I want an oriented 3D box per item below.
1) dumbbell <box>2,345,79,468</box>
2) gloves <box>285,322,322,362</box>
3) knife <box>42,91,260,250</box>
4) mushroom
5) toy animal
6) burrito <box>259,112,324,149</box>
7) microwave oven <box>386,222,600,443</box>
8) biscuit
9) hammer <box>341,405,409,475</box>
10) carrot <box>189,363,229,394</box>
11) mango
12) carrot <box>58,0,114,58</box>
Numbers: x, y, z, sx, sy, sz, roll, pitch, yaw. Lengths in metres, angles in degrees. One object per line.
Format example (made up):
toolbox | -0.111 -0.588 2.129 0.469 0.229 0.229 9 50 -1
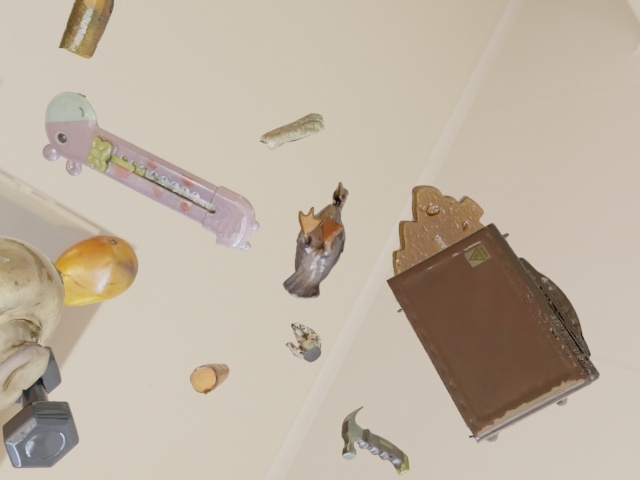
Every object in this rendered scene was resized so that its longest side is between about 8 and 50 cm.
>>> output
dumbbell | -0.679 0.384 1.306 0.160 0.144 0.325 -44 -142 -10
gloves | -0.067 0.422 2.287 0.127 0.111 0.212 -64 -160 10
knife | -0.275 -0.105 0.877 0.132 0.398 0.038 -64 176 20
mushroom | -0.416 0.105 0.659 0.184 0.255 0.255 31 -95 18
toy animal | 0.000 0.000 1.336 0.185 0.122 0.298 74 32 -84
burrito | -0.065 -0.269 1.355 0.171 0.042 0.051 -24 -119 -23
microwave oven | 0.232 0.129 0.757 0.188 0.178 0.247 -29 -115 1
biscuit | 0.274 0.018 1.316 0.301 0.278 0.043 -47 -170 -9
hammer | 0.150 0.556 1.494 0.041 0.226 0.159 -41 -158 32
carrot | -0.278 0.353 1.462 0.072 0.072 0.205 -54 171 1
mango | -0.493 0.071 1.179 0.219 0.145 0.112 -29 -158 14
carrot | -0.528 -0.493 1.246 0.173 0.082 0.082 -59 -153 21
